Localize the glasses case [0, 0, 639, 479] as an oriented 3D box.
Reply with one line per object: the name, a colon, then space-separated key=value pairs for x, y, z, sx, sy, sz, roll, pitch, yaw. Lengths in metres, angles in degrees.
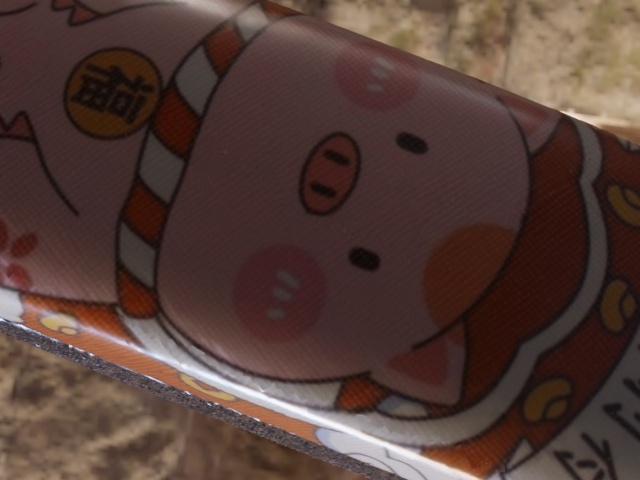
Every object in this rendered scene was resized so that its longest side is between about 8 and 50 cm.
glasses case: x=0.000 y=0.000 z=0.386 sx=0.067 sy=0.266 sz=0.103 roll=98 pitch=-168 yaw=-72
